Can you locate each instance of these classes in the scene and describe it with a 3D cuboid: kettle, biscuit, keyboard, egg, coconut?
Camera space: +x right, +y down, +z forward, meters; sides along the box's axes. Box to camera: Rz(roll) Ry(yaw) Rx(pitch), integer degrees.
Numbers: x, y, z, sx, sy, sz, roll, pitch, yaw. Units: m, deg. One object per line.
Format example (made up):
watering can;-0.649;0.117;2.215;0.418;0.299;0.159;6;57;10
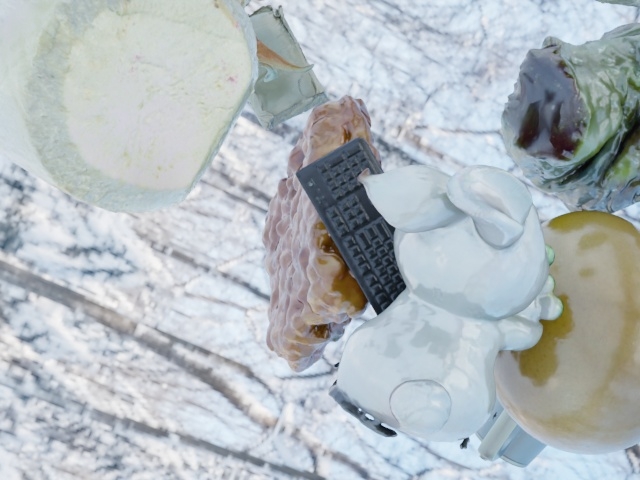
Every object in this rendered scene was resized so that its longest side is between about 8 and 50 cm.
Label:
kettle;0.360;0.260;1.645;0.243;0.160;0.210;-58;163;12
biscuit;0.000;0.000;1.317;0.312;0.110;0.318;120;-27;-53
keyboard;0.103;0.066;1.146;0.103;0.381;0.041;-31;-171;-7
egg;0.329;0.106;1.218;0.250;0.250;0.322;-46;-159;46
coconut;-0.194;-0.151;0.881;0.244;0.239;0.239;25;-90;51

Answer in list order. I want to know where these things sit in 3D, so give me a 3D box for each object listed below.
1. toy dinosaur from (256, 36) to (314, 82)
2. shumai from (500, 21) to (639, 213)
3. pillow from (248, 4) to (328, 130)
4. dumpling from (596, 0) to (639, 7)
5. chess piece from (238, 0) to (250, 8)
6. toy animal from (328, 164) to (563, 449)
toy dinosaur;-0.123;-0.285;1.460;0.212;0.142;0.057;-18;-153;23
shumai;0.362;-0.198;1.436;0.304;0.263;0.309;44;-63;55
pillow;-0.080;-0.280;1.566;0.119;0.208;0.053;-27;160;5
dumpling;0.376;-0.388;1.252;0.166;0.215;0.126;-60;-178;17
chess piece;-0.085;-0.350;1.337;0.172;0.060;0.060;-43;178;-43
toy animal;0.132;0.053;1.019;0.247;0.182;0.310;-11;126;-58
